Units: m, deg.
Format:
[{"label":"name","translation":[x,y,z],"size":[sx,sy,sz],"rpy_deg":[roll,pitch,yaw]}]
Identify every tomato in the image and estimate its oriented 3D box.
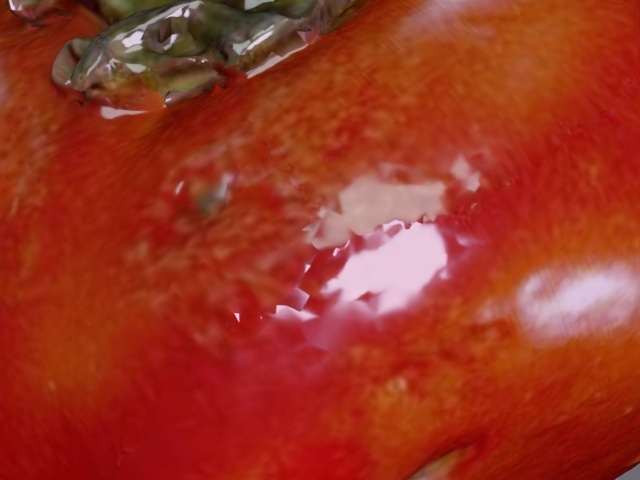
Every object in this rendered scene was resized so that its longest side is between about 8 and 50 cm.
[{"label":"tomato","translation":[0.000,0.000,0.491],"size":[0.325,0.290,0.293],"rpy_deg":[-34,49,-12]}]
